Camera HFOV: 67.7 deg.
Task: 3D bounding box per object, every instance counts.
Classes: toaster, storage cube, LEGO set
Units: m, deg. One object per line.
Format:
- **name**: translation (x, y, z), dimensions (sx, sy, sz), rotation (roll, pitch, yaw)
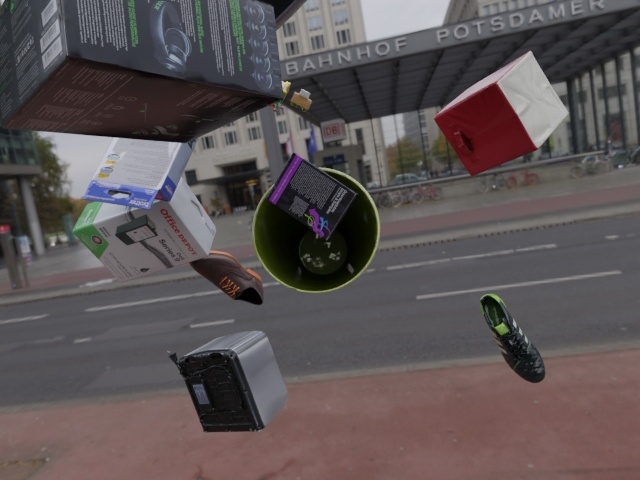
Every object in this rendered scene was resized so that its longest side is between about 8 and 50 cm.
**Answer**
- **toaster**: translation (-0.176, 0.269, 0.927), dimensions (0.168, 0.185, 0.110), rotation (-18, 5, 33)
- **storage cube**: translation (0.434, -0.299, 1.152), dimensions (0.215, 0.183, 0.193), rotation (-42, 11, -31)
- **LEGO set**: translation (-0.155, -0.356, 1.092), dimensions (0.132, 0.107, 0.287), rotation (12, -16, 47)

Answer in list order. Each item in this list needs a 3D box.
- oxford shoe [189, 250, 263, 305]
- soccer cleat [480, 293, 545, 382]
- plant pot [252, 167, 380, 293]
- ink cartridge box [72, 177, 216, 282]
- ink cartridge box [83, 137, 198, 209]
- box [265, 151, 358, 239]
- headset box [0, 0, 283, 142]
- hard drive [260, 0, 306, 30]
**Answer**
- **oxford shoe**: translation (-0.267, 0.113, 1.415), dimensions (0.097, 0.098, 0.271), rotation (-45, -48, 17)
- **soccer cleat**: translation (0.345, 0.178, 0.875), dimensions (0.060, 0.179, 0.072), rotation (-36, -27, 19)
- **plant pot**: translation (0.000, 0.000, 1.158), dimensions (0.275, 0.274, 0.293), rotation (-10, -10, 2)
- **ink cartridge box**: translation (-0.461, -0.028, 1.277), dimensions (0.289, 0.211, 0.121), rotation (-17, 39, 15)
- **ink cartridge box**: translation (-0.402, -0.204, 1.116), dimensions (0.186, 0.311, 0.065), rotation (9, -26, 15)
- **box**: translation (-0.019, -0.092, 0.994), dimensions (0.162, 0.116, 0.029), rotation (35, 13, 12)
- **headset box**: translation (-0.220, -0.221, 0.605), dimensions (0.246, 0.131, 0.283), rotation (-8, -2, 45)
- **hard drive**: translation (-0.078, -0.406, 0.674), dimensions (0.255, 0.172, 0.054), rotation (-36, 29, 30)
